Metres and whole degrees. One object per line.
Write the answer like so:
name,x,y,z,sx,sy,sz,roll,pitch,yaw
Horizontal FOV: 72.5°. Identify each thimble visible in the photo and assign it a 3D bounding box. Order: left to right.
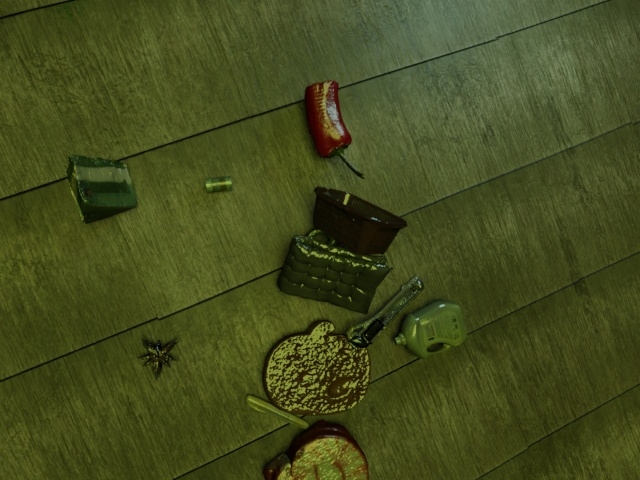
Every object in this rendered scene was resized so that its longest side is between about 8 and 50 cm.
thimble,0.000,0.000,1.473,0.110,0.062,0.084,5,91,-12

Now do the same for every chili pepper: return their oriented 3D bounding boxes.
chili pepper,0.031,-0.346,1.450,0.131,0.134,0.338,-15,91,-22

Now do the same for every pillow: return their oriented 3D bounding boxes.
pillow,0.038,0.115,1.406,0.326,0.101,0.228,14,127,-11

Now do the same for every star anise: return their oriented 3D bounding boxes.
star anise,-0.505,0.372,1.356,0.124,0.056,0.129,7,87,-13

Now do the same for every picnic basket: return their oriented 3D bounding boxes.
picnic basket,0.107,-0.057,1.385,0.223,0.297,0.129,3,112,-48

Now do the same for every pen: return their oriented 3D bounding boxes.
pen,-0.144,0.573,1.445,0.233,0.032,0.040,31,106,-10

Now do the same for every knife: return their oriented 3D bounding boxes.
knife,0.237,0.244,1.504,0.365,0.043,0.089,-37,94,-21

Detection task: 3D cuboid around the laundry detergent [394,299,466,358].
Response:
laundry detergent,0.379,0.320,1.535,0.253,0.091,0.181,-17,98,-13

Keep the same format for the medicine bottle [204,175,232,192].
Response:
medicine bottle,-0.330,-0.182,1.413,0.083,0.047,0.047,-9,91,-13

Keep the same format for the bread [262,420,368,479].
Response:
bread,0.000,0.777,1.428,0.328,0.114,0.295,-40,96,-12

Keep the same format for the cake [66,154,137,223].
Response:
cake,-0.614,-0.162,1.243,0.172,0.284,0.158,-22,94,-29

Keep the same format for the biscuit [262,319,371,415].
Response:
biscuit,-0.008,0.423,1.463,0.368,0.063,0.314,5,84,-13
